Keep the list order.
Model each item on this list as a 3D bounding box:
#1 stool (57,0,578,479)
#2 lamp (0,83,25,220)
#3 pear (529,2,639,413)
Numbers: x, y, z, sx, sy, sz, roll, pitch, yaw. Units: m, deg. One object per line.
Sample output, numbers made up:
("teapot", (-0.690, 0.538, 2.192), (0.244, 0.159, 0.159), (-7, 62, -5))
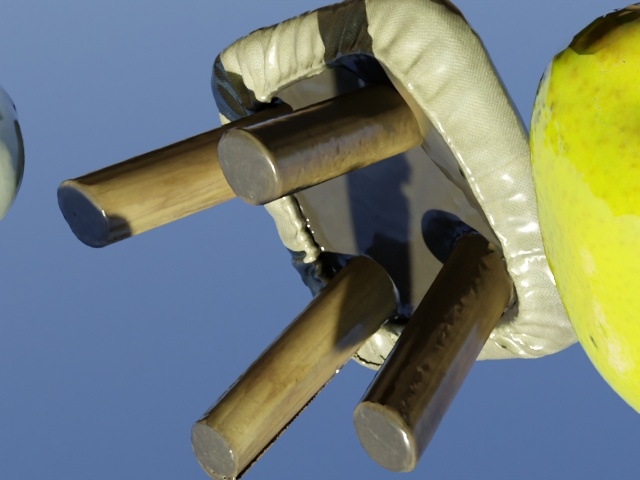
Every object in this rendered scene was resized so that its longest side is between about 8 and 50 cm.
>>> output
("stool", (0.000, 0.000, 1.483), (0.226, 0.310, 0.310), (-34, -167, -37))
("lamp", (-0.197, -0.043, 0.986), (0.105, 0.105, 0.105), (-10, -149, 6))
("pear", (0.178, -0.009, 0.789), (0.187, 0.220, 0.187), (-28, -151, 17))
